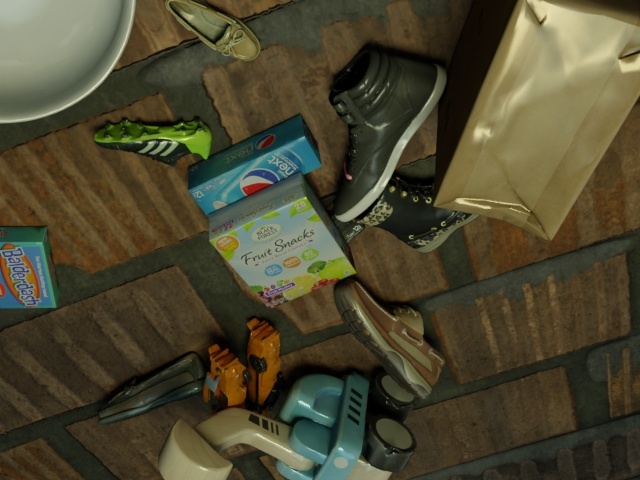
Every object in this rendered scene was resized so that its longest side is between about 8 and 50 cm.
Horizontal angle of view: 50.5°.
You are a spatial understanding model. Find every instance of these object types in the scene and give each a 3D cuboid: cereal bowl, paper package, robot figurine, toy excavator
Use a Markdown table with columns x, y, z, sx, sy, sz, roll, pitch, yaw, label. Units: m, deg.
| x | y | z | sx | sy | sz | roll | pitch | yaw | label |
| --- | --- | --- | --- | --- | --- | --- | --- | --- | --- |
| -0.393 | -0.319 | 0.810 | 0.338 | 0.141 | 0.339 | -6 | 112 | -15 | cereal bowl |
| 0.273 | -0.220 | 0.890 | 0.168 | 0.325 | 0.310 | 15 | 128 | -2 | paper package |
| -0.160 | 0.301 | 1.400 | 0.211 | 0.085 | 0.291 | -30 | 146 | -35 | robot figurine |
| -0.054 | 0.392 | 1.348 | 0.445 | 0.433 | 0.222 | 25 | 115 | -3 | toy excavator |

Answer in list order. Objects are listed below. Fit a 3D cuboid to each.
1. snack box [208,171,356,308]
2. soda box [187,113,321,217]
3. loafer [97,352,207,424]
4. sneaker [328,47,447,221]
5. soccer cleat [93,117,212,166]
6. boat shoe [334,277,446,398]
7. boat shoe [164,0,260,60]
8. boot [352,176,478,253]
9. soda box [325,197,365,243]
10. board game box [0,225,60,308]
| x | y | z | sx | sy | sz | roll | pitch | yaw | label |
| --- | --- | --- | --- | --- | --- | --- | --- | --- | --- |
| -0.061 | 0.007 | 1.131 | 0.174 | 0.070 | 0.207 | -24 | 133 | 12 | snack box |
| -0.108 | -0.119 | 1.095 | 0.210 | 0.071 | 0.067 | -24 | 130 | 12 | soda box |
| -0.356 | 0.315 | 1.434 | 0.267 | 0.084 | 0.096 | -21 | 166 | 13 | loafer |
| 0.058 | -0.170 | 1.063 | 0.146 | 0.105 | 0.296 | 20 | 118 | -21 | sneaker |
| -0.259 | -0.149 | 1.058 | 0.178 | 0.060 | 0.072 | -3 | 132 | -9 | soccer cleat |
| 0.146 | 0.182 | 1.375 | 0.116 | 0.123 | 0.324 | -46 | 119 | -14 | boat shoe |
| -0.150 | -0.298 | 0.953 | 0.153 | 0.048 | 0.056 | 34 | 118 | -31 | boat shoe |
| 0.181 | -0.081 | 1.150 | 0.178 | 0.085 | 0.236 | 19 | 129 | -32 | boot |
| 0.000 | 0.000 | 1.223 | 0.060 | 0.053 | 0.169 | 33 | 118 | -30 | soda box |
| -0.577 | 0.049 | 1.184 | 0.210 | 0.047 | 0.160 | -1 | 130 | -9 | board game box |
